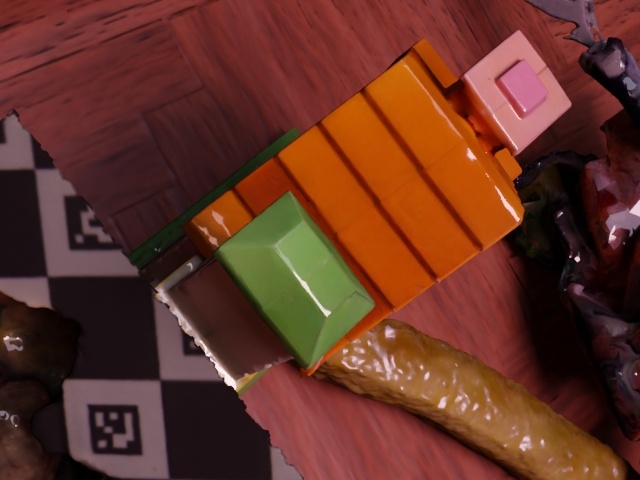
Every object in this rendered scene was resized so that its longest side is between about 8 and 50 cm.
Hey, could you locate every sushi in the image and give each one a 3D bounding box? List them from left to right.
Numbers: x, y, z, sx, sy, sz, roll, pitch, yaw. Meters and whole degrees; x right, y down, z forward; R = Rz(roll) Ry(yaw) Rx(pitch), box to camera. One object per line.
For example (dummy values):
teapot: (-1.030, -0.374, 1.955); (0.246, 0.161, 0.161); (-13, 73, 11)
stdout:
sushi: (-0.148, 0.089, 0.542); (0.219, 0.231, 0.047); (53, 16, -6)

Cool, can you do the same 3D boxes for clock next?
clock: (0.000, 0.000, 0.589); (0.220, 0.255, 0.106); (-41, 97, -31)

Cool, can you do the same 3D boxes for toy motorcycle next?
toy motorcycle: (0.229, -0.018, 0.754); (0.134, 0.207, 0.401); (18, 43, -56)

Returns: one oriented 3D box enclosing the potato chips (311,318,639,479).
potato chips: (0.159, 0.159, 0.749); (0.407, 0.057, 0.080); (37, 59, -16)
